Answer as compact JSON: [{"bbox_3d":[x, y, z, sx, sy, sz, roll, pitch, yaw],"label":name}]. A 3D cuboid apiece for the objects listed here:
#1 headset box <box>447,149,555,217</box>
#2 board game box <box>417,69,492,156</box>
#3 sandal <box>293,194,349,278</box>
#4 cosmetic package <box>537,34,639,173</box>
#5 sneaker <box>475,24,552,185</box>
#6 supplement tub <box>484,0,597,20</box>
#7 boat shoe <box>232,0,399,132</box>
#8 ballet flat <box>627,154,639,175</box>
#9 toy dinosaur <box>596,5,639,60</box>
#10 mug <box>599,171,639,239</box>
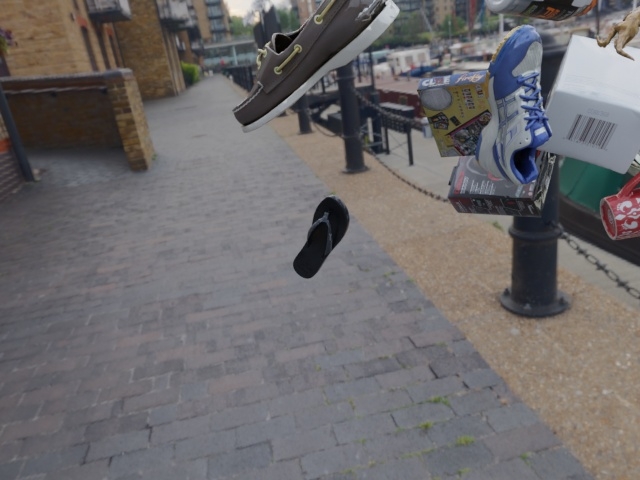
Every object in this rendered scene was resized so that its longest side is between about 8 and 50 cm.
[{"bbox_3d":[0.545,-0.196,1.519,0.294,0.110,0.217,7,69,40],"label":"headset box"},{"bbox_3d":[0.355,-0.306,1.217,0.165,0.243,0.042,3,59,31],"label":"board game box"},{"bbox_3d":[0.000,0.001,1.284,0.097,0.254,0.054,30,26,13],"label":"sandal"},{"bbox_3d":[0.667,-0.345,1.179,0.218,0.156,0.385,22,45,18],"label":"cosmetic package"},{"bbox_3d":[0.378,-0.238,0.899,0.112,0.296,0.131,-25,45,-15],"label":"sneaker"},{"bbox_3d":[0.680,-0.779,1.486,0.317,0.193,0.193,-2,18,-17],"label":"supplement tub"},{"bbox_3d":[-0.036,-0.280,0.747,0.325,0.097,0.116,-26,29,39],"label":"boat shoe"},{"bbox_3d":[0.850,-0.249,1.376,0.057,0.168,0.052,-49,-5,-18],"label":"ballet flat"},{"bbox_3d":[0.615,-0.421,0.985,0.211,0.064,0.112,-54,-2,-13],"label":"toy dinosaur"},{"bbox_3d":[0.670,-0.081,0.993,0.170,0.150,0.113,-15,-4,16],"label":"mug"}]
